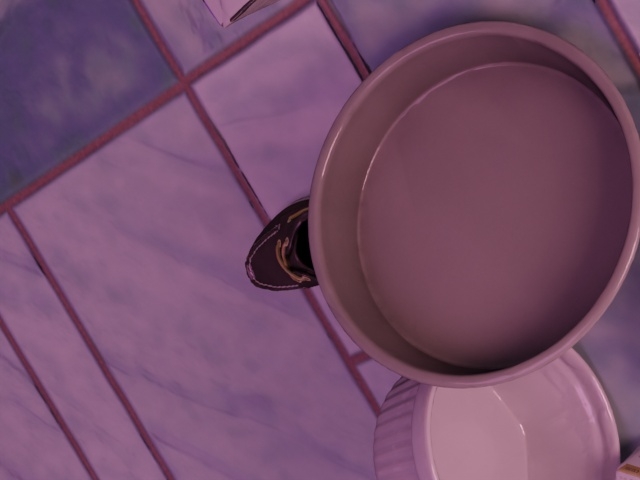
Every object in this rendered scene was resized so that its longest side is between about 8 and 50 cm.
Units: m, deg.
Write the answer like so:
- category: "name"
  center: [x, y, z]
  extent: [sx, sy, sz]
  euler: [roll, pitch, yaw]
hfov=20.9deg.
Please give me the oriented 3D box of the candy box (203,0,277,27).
- category: "candy box"
  center: [-0.045, -0.279, 1.373]
  extent: [0.070, 0.196, 0.165]
  euler: [-35, 89, 44]

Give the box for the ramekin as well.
- category: "ramekin"
  center: [0.142, 0.180, 1.473]
  extent: [0.109, 0.207, 0.207]
  euler: [-26, 95, 54]

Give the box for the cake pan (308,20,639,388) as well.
- category: "cake pan"
  center: [0.127, -0.026, 1.381]
  extent: [0.293, 0.054, 0.293]
  euler: [-6, 78, 30]

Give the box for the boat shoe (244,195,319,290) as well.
- category: "boat shoe"
  center: [0.000, 0.000, 1.579]
  extent: [0.228, 0.069, 0.081]
  euler: [-25, 96, 45]

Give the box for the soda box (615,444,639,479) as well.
- category: "soda box"
  center: [0.298, 0.279, 1.486]
  extent: [0.074, 0.069, 0.216]
  euler: [14, 121, 34]
